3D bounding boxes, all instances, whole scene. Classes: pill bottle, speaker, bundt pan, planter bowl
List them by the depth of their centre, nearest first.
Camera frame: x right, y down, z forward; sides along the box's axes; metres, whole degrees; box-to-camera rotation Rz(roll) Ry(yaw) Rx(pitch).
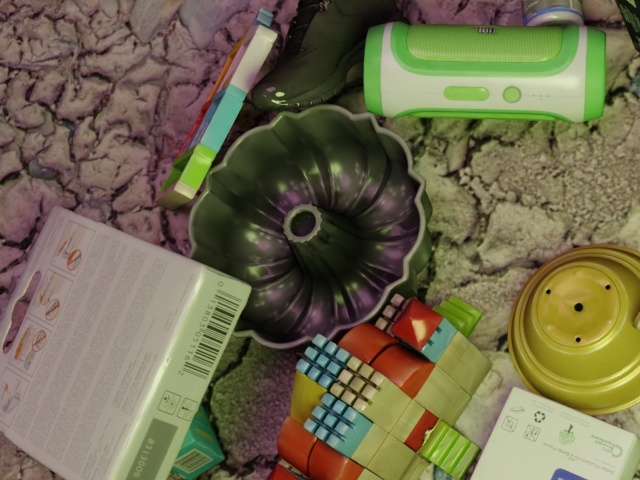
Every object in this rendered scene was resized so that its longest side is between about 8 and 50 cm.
[{"bbox_3d":[0.314,0.091,1.873,0.217,0.090,0.217,-9,65,21],"label":"planter bowl"},{"bbox_3d":[0.207,-0.212,1.991,0.296,0.131,0.131,2,70,9],"label":"speaker"},{"bbox_3d":[0.000,0.000,2.030,0.330,0.124,0.331,-9,65,20],"label":"bundt pan"},{"bbox_3d":[0.297,-0.327,2.057,0.078,0.078,0.137,-12,64,19],"label":"pill bottle"}]

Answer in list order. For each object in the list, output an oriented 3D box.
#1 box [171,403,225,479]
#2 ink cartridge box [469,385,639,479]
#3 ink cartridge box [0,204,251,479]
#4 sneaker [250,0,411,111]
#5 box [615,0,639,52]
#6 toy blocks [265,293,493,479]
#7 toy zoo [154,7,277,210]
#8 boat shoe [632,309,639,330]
[{"bbox_3d":[-0.210,0.186,2.061,0.060,0.100,0.244,-31,61,8],"label":"box"},{"bbox_3d":[0.231,0.349,1.820,0.165,0.065,0.333,22,78,29],"label":"ink cartridge box"},{"bbox_3d":[-0.283,0.141,2.025,0.385,0.091,0.308,20,85,51],"label":"ink cartridge box"},{"bbox_3d":[-0.002,-0.264,2.068,0.109,0.130,0.286,-2,30,43],"label":"sneaker"},{"bbox_3d":[0.449,-0.288,1.875,0.142,0.247,0.163,-42,59,1],"label":"box"},{"bbox_3d":[0.049,0.204,1.845,0.190,0.261,0.381,32,84,31],"label":"toy blocks"},{"bbox_3d":[-0.134,-0.181,2.140,0.030,0.192,0.293,28,80,-11],"label":"toy zoo"},{"bbox_3d":[0.422,0.075,1.825,0.152,0.056,0.049,-29,64,-30],"label":"boat shoe"}]
